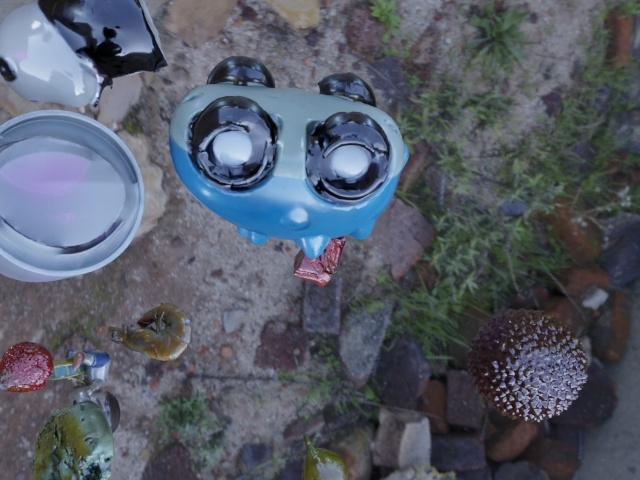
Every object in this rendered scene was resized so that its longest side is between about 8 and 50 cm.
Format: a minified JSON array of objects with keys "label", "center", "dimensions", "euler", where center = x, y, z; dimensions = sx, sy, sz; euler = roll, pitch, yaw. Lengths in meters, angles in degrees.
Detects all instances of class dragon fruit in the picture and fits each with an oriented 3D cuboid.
[{"label":"dragon fruit","center":[0.017,0.010,1.703],"dimensions":[0.092,0.122,0.192],"euler":[29,93,-10]}]

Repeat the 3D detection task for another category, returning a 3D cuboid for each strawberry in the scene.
[{"label":"strawberry","center":[-0.552,0.240,1.353],"dimensions":[0.106,0.106,0.106],"euler":[-6,109,-17]}]

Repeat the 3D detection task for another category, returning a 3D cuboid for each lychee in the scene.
[{"label":"lychee","center":[0.429,0.256,1.522],"dimensions":[0.271,0.271,0.271],"euler":[-6,109,-17]}]

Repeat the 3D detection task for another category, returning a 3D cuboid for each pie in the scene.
[{"label":"pie","center":[-0.545,0.520,1.575],"dimensions":[0.078,0.296,0.371],"euler":[7,94,-41]}]

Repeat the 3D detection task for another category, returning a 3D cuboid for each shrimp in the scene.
[{"label":"shrimp","center":[-0.462,0.235,1.964],"dimensions":[0.063,0.287,0.152],"euler":[29,72,-59]}]

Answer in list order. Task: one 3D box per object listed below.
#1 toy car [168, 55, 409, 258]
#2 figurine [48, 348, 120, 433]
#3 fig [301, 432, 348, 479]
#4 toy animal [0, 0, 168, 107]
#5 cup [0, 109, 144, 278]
[{"label":"toy car","center":[-0.037,-0.080,0.792],"dimensions":[0.255,0.188,0.190],"euler":[7,121,-9]},{"label":"figurine","center":[-0.581,0.404,1.795],"dimensions":[0.158,0.161,0.275],"euler":[-10,89,-25]},{"label":"fig","center":[0.001,0.373,1.195],"dimensions":[0.082,0.084,0.098],"euler":[-26,116,9]},{"label":"toy animal","center":[-0.482,-0.393,1.422],"dimensions":[0.310,0.251,0.251],"euler":[-24,114,-2]},{"label":"cup","center":[-0.465,-0.056,1.222],"dimensions":[0.253,0.371,0.253],"euler":[4,82,-30]}]
